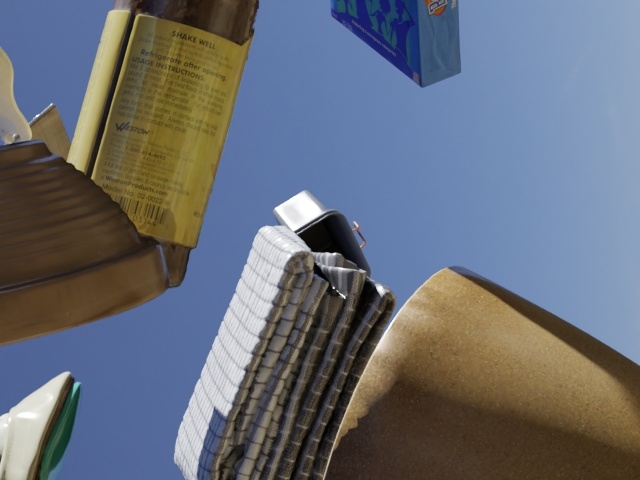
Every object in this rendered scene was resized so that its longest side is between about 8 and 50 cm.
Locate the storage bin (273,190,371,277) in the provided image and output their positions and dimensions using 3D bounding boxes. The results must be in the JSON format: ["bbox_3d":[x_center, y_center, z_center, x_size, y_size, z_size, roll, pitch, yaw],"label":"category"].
[{"bbox_3d":[0.000,0.000,1.997,0.091,0.098,0.135,51,171,48],"label":"storage bin"}]

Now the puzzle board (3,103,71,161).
[{"bbox_3d":[-0.294,-0.077,1.561,0.096,0.011,0.128,-42,-20,-15],"label":"puzzle board"}]

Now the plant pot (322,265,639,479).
[{"bbox_3d":[0.160,0.167,0.954,0.237,0.254,0.237,-45,-34,-43],"label":"plant pot"}]

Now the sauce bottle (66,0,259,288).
[{"bbox_3d":[-0.106,-0.139,1.137,0.111,0.111,0.344,22,-95,-70],"label":"sauce bottle"}]

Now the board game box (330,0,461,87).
[{"bbox_3d":[0.059,-0.262,1.360,0.160,0.047,0.210,45,150,45],"label":"board game box"}]

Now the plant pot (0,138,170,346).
[{"bbox_3d":[-0.219,0.001,0.958,0.237,0.237,0.110,-31,-68,-69],"label":"plant pot"}]

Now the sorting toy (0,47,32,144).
[{"bbox_3d":[-0.258,-0.104,1.232,0.045,0.083,0.075,-40,-88,-24],"label":"sorting toy"}]

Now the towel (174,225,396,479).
[{"bbox_3d":[-0.042,0.136,1.558,0.235,0.121,0.284,-156,87,-77],"label":"towel"}]

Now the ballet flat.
[{"bbox_3d":[-0.226,0.184,1.085,0.248,0.086,0.086,-85,-16,-49],"label":"ballet flat"}]
